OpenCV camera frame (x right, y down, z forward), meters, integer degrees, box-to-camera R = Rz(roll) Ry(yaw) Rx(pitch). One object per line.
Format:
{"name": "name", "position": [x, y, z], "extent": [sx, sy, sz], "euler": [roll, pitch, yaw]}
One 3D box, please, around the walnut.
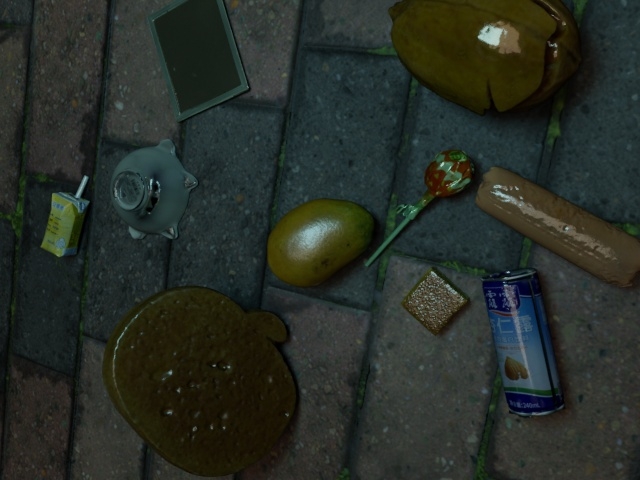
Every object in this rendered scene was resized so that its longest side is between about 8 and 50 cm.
{"name": "walnut", "position": [0.242, -0.321, 0.856], "extent": [0.336, 0.209, 0.208], "euler": [35, 107, 30]}

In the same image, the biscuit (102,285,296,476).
{"name": "biscuit", "position": [-0.215, 0.264, 1.059], "extent": [0.394, 0.350, 0.070], "euler": [59, 154, -12]}

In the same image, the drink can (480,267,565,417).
{"name": "drink can", "position": [0.343, 0.170, 0.904], "extent": [0.097, 0.097, 0.234], "euler": [-12, 91, 23]}

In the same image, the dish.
{"name": "dish", "position": [-0.393, -0.112, 1.195], "extent": [0.228, 0.086, 0.236], "euler": [5, 97, 22]}

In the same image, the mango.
{"name": "mango", "position": [-0.005, -0.004, 1.025], "extent": [0.221, 0.120, 0.151], "euler": [-38, 83, 14]}

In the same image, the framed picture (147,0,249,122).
{"name": "framed picture", "position": [-0.268, -0.408, 1.156], "extent": [0.197, 0.014, 0.252], "euler": [-17, 88, 23]}

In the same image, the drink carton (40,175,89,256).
{"name": "drink carton", "position": [-0.617, -0.064, 1.302], "extent": [0.084, 0.074, 0.199], "euler": [24, 104, 19]}

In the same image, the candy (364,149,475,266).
{"name": "candy", "position": [0.172, -0.050, 0.983], "extent": [0.078, 0.084, 0.287], "euler": [48, 120, 16]}

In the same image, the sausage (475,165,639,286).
{"name": "sausage", "position": [0.389, -0.025, 0.873], "extent": [0.289, 0.086, 0.086], "euler": [33, 106, 16]}

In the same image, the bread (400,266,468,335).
{"name": "bread", "position": [0.211, 0.111, 0.987], "extent": [0.090, 0.035, 0.094], "euler": [42, 109, 15]}
